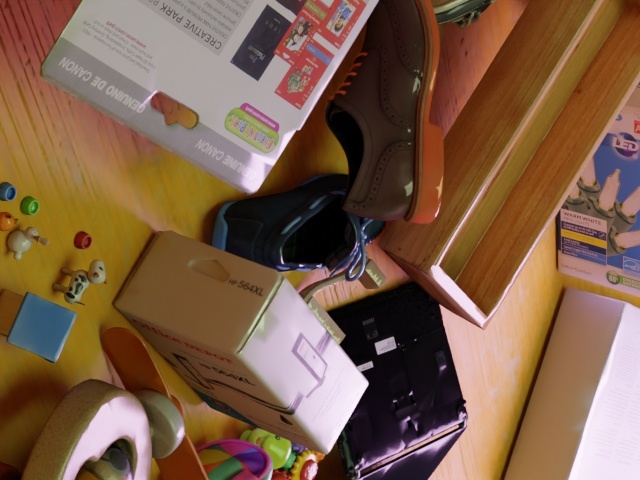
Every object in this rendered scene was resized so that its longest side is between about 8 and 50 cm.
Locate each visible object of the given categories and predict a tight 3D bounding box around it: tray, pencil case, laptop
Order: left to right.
[{"bbox_3d":[-0.080,0.305,1.654,0.104,0.104,0.236,-40,132,-41],"label":"pencil case"},{"bbox_3d":[0.041,0.198,1.868,0.234,0.136,0.264,-17,92,-53],"label":"laptop"},{"bbox_3d":[0.224,-0.122,1.826,0.411,0.076,0.203,-57,151,-5],"label":"tray"}]

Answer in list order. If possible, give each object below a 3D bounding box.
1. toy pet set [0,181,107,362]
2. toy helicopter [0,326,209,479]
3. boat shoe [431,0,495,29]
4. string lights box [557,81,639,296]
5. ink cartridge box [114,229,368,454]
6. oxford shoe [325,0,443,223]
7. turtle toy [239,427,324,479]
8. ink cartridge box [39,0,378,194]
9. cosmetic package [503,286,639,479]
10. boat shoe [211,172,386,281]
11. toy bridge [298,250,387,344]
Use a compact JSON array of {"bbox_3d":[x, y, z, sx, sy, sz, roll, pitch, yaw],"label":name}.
[{"bbox_3d":[-0.215,0.032,1.365,0.122,0.065,0.114,36,74,-55],"label":"toy pet set"},{"bbox_3d":[-0.174,0.236,1.497,0.355,0.140,0.235,75,34,-54],"label":"toy helicopter"},{"bbox_3d":[0.161,-0.250,1.790,0.206,0.075,0.065,-37,130,-49],"label":"boat shoe"},{"bbox_3d":[0.362,-0.071,2.112,0.077,0.133,0.260,-37,132,-41],"label":"string lights box"},{"bbox_3d":[-0.068,0.092,1.533,0.086,0.148,0.203,-59,144,-17],"label":"ink cartridge box"},{"bbox_3d":[0.056,-0.150,1.628,0.097,0.098,0.271,122,-34,-66],"label":"oxford shoe"},{"bbox_3d":[-0.042,0.214,1.701,0.130,0.066,0.095,44,68,-55],"label":"turtle toy"},{"bbox_3d":[-0.100,-0.214,1.349,0.272,0.130,0.309,-59,146,0],"label":"ink cartridge box"},{"bbox_3d":[0.398,0.238,2.339,0.377,0.097,0.284,23,83,-57],"label":"cosmetic package"},{"bbox_3d":[0.000,0.000,1.646,0.258,0.089,0.109,-23,123,-52],"label":"boat shoe"},{"bbox_3d":[-0.002,0.079,1.720,0.063,0.026,0.188,50,58,-24],"label":"toy bridge"}]
